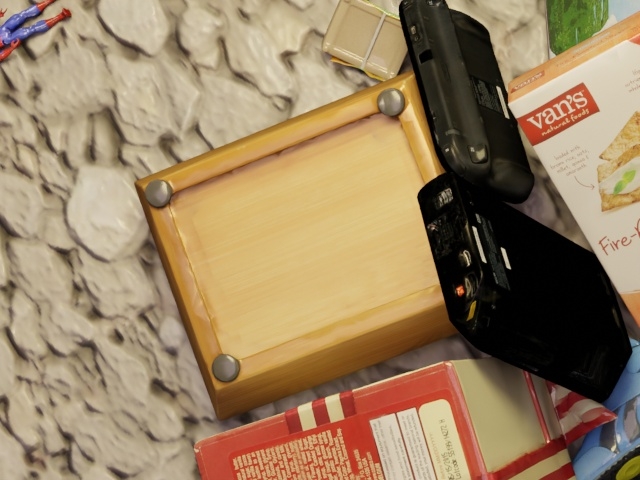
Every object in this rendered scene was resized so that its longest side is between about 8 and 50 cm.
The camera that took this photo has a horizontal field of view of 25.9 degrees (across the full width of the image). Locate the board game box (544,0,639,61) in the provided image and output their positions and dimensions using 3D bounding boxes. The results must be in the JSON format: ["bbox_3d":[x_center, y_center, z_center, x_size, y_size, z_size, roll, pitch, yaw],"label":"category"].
[{"bbox_3d":[0.334,-0.234,1.105,0.319,0.066,0.318,-5,114,10],"label":"board game box"}]

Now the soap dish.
[{"bbox_3d":[0.000,0.000,1.190,0.291,0.118,0.229,-21,82,9],"label":"soap dish"}]

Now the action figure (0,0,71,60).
[{"bbox_3d":[-0.291,-0.195,1.301,0.115,0.030,0.038,-31,86,8],"label":"action figure"}]

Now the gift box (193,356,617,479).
[{"bbox_3d":[0.096,0.226,1.081,0.276,0.258,0.255,-15,82,21],"label":"gift box"}]

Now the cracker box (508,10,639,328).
[{"bbox_3d":[0.273,-0.060,1.117,0.156,0.067,0.232,-29,106,18],"label":"cracker box"}]

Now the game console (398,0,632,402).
[{"bbox_3d":[0.145,-0.050,1.126,0.044,0.213,0.361,-32,51,29],"label":"game console"}]

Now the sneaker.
[{"bbox_3d":[0.266,0.140,1.168,0.209,0.069,0.082,-49,51,10],"label":"sneaker"}]

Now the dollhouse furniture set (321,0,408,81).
[{"bbox_3d":[0.062,-0.223,1.245,0.076,0.058,0.151,24,109,3],"label":"dollhouse furniture set"}]
